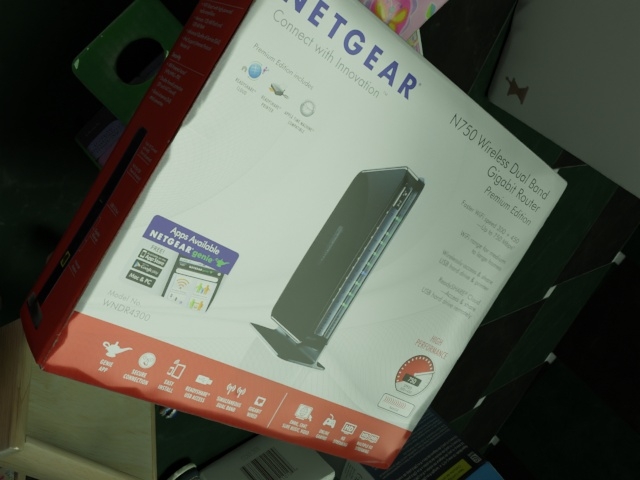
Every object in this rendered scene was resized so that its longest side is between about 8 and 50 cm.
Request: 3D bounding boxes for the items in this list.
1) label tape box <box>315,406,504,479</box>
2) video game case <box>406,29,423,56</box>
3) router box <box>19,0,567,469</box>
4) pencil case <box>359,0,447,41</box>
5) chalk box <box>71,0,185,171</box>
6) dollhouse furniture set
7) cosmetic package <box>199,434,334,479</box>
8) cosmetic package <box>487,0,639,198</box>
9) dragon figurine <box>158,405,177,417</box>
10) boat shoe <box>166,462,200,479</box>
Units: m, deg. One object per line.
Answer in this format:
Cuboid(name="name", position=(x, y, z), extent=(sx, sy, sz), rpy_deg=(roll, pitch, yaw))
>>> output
Cuboid(name="label tape box", position=(0.192, 0.487, 1.546), extent=(0.249, 0.347, 0.115), rpy_deg=(-23, 142, -37))
Cuboid(name="video game case", position=(0.083, -0.208, 0.912), extent=(0.122, 0.011, 0.087), rpy_deg=(-42, 151, -10))
Cuboid(name="router box", position=(0.000, 0.000, 0.556), extent=(0.335, 0.082, 0.301), rpy_deg=(28, 95, -37))
Cuboid(name="pencil case", position=(0.059, -0.255, 0.722), extent=(0.284, 0.124, 0.124), rpy_deg=(-46, 151, -1))
Cuboid(name="chalk box", position=(-0.081, -0.074, 0.635), extent=(0.180, 0.179, 0.289), rpy_deg=(-45, 128, -5))
Cuboid(name="dollhouse furniture set", position=(-0.352, 0.202, 0.677), extent=(0.355, 0.303, 0.174), rpy_deg=(-23, 141, 15))
Cuboid(name="cosmetic package", position=(-0.139, 0.553, 1.380), extent=(0.217, 0.156, 0.385), rpy_deg=(-23, 141, -40))
Cuboid(name="cosmetic package", position=(0.526, -0.314, 1.057), extent=(0.393, 0.327, 0.330), rpy_deg=(-26, 144, -33))
Cuboid(name="dragon figurine", position=(-0.155, 0.086, 0.867), extent=(0.144, 0.085, 0.289), rpy_deg=(12, 111, -58))
Cuboid(name="boat shoe", position=(-0.253, 0.484, 1.221), extent=(0.095, 0.079, 0.255), rpy_deg=(-3, 128, -52))
